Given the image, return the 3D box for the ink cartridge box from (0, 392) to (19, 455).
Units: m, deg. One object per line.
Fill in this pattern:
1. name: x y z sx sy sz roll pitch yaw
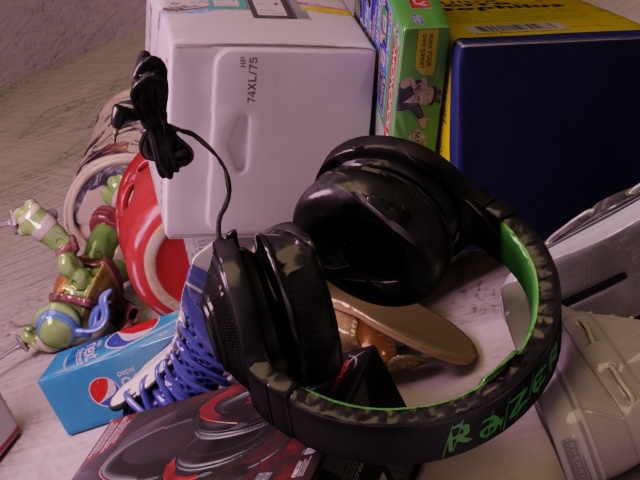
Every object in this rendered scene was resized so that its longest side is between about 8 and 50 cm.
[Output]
1. ink cartridge box: -0.554 0.252 1.824 0.385 0.160 0.279 -18 19 24

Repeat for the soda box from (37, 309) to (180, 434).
1. soda box: -0.179 0.128 1.787 0.210 0.071 0.067 -20 19 21

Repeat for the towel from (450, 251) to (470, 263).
1. towel: 0.080 0.020 1.804 0.152 0.023 0.113 -25 17 7

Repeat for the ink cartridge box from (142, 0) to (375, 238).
1. ink cartridge box: -0.071 -0.143 1.750 0.197 0.198 0.270 0 24 -10

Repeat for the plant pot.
1. plant pot: -0.133 -0.008 1.917 0.191 0.191 0.174 -24 23 7

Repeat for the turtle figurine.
1. turtle figurine: -0.323 0.030 2.061 0.275 0.197 0.266 -12 20 28

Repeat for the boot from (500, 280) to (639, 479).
1. boot: 0.218 0.094 1.328 0.123 0.095 0.258 -19 27 3

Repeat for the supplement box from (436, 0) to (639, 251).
1. supplement box: 0.185 -0.130 1.709 0.195 0.194 0.356 -3 16 -9

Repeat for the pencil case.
1. pencil case: -0.239 -0.096 2.347 0.183 0.160 0.410 -38 15 12

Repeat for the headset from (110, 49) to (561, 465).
1. headset: 0.000 0.000 1.303 0.243 0.185 0.394 -38 52 -26

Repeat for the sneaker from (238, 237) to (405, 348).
1. sneaker: 0.011 0.064 1.698 0.217 0.121 0.079 24 68 26

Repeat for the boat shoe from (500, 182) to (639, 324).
1. boat shoe: 0.300 -0.017 1.439 0.335 0.121 0.119 -20 23 25

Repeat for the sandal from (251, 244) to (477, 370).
1. sandal: 0.030 0.083 1.583 0.240 0.079 0.088 28 21 24

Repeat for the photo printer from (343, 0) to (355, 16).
1. photo printer: 0.077 -0.278 2.166 0.107 0.307 0.256 -19 23 27

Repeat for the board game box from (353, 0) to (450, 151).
1. board game box: 0.067 -0.122 1.682 0.046 0.317 0.213 -3 38 -10

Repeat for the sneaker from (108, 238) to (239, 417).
1. sneaker: -0.093 0.123 1.532 0.182 0.127 0.315 -43 -12 -9

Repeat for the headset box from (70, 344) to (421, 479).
1. headset box: -0.088 0.213 1.363 0.293 0.110 0.218 -18 21 26
